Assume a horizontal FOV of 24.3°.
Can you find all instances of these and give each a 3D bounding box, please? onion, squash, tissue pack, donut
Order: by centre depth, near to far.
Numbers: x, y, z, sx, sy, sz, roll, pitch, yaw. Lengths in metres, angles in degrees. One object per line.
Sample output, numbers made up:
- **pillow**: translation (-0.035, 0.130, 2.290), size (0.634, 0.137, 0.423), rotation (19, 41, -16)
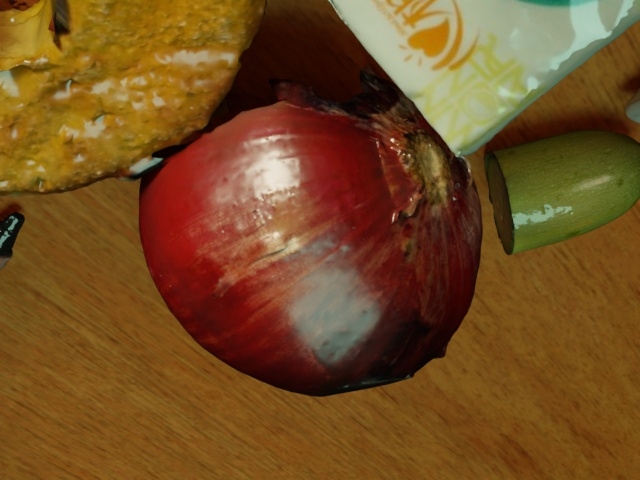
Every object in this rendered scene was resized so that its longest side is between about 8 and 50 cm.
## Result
- **tissue pack**: translation (0.173, -0.295, 1.170), size (0.388, 0.162, 0.287), rotation (-39, 95, 28)
- **donut**: translation (-0.276, -0.206, 1.230), size (0.435, 0.163, 0.378), rotation (-2, 142, -19)
- **onion**: translation (0.007, -0.003, 1.432), size (0.341, 0.341, 0.341), rotation (-9, 142, -7)
- **squash**: translation (0.276, -0.061, 1.626), size (0.186, 0.123, 0.123), rotation (-15, 143, -7)

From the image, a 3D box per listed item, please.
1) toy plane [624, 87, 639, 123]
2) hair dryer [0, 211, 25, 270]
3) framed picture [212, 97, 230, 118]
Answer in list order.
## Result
- **toy plane**: translation (0.449, -0.165, 1.562), size (0.255, 0.101, 0.251), rotation (-20, 154, 6)
- **hair dryer**: translation (-0.413, 0.092, 1.615), size (0.189, 0.107, 0.344), rotation (25, 121, -40)
- **framed picture**: translation (-0.139, -0.137, 1.480), size (0.089, 0.007, 0.066), rotation (-15, 142, 0)
